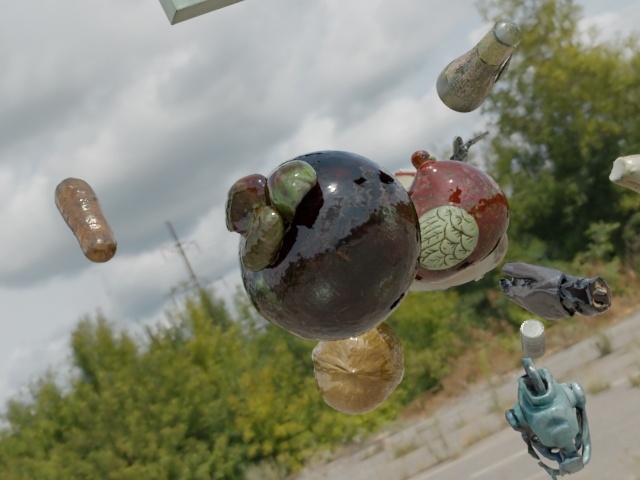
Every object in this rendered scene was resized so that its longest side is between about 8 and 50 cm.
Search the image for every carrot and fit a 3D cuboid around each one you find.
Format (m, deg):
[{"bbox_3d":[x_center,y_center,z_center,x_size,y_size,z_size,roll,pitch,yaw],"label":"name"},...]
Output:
[{"bbox_3d":[-0.335,-0.031,1.459,0.060,0.186,0.060,-18,-48,-22],"label":"carrot"}]

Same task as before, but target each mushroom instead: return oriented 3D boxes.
[{"bbox_3d":[0.785,-0.106,2.291,0.351,0.095,0.123,27,-44,-35],"label":"mushroom"}]

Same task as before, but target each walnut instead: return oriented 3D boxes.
[{"bbox_3d":[0.071,0.240,1.973,0.193,0.193,0.225,-28,0,14],"label":"walnut"}]

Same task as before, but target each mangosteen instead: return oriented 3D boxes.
[{"bbox_3d":[0.000,0.000,1.417,0.288,0.288,0.288,-25,-7,-4],"label":"mangosteen"}]

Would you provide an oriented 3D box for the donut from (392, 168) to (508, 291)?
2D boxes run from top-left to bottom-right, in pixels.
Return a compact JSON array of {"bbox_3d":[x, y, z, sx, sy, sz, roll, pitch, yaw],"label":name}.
[{"bbox_3d":[0.224,-0.025,2.261,0.382,0.142,0.382,4,-31,3],"label":"donut"}]

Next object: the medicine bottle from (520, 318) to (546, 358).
[{"bbox_3d":[0.512,0.238,2.449,0.058,0.058,0.091,-25,-42,-6],"label":"medicine bottle"}]

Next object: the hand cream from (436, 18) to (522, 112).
[{"bbox_3d":[0.248,-0.273,1.548,0.084,0.084,0.203,-23,-12,-22],"label":"hand cream"}]

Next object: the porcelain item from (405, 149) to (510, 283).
[{"bbox_3d":[0.210,-0.055,1.856,0.253,0.253,0.253,-25,-7,-4],"label":"porcelain item"}]

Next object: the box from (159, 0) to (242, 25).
[{"bbox_3d":[-0.286,-0.630,2.480,0.225,0.129,0.086,-25,-6,-23],"label":"box"}]

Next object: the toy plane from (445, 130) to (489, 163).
[{"bbox_3d":[0.350,-0.218,2.596,0.226,0.058,0.226,-42,-8,-7],"label":"toy plane"}]

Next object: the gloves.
[{"bbox_3d":[0.476,0.101,2.130,0.119,0.142,0.285,-46,25,-15],"label":"gloves"}]

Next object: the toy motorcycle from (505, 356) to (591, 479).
[{"bbox_3d":[0.429,0.335,1.889,0.154,0.206,0.260,-23,-28,6],"label":"toy motorcycle"}]
